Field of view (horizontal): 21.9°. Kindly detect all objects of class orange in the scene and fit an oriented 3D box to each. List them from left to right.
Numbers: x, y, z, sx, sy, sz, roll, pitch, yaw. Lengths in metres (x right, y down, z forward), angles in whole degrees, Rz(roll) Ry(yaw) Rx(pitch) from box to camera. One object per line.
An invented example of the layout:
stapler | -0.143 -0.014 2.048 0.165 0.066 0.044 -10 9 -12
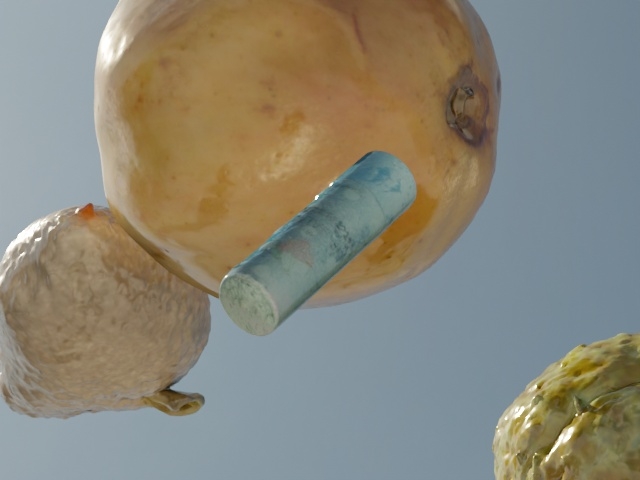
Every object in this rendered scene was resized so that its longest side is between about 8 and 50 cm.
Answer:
orange | 0.308 0.236 1.368 0.271 0.368 0.210 -26 -20 -8

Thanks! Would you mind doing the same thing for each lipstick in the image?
lipstick | 0.000 0.000 1.061 0.048 0.158 0.048 25 -45 27

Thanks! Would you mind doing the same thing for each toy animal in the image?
toy animal | -0.229 0.072 1.750 0.226 0.188 0.358 2 -30 -8

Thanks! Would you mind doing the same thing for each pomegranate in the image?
pomegranate | -0.032 -0.125 1.534 0.411 0.411 0.411 4 -50 4
